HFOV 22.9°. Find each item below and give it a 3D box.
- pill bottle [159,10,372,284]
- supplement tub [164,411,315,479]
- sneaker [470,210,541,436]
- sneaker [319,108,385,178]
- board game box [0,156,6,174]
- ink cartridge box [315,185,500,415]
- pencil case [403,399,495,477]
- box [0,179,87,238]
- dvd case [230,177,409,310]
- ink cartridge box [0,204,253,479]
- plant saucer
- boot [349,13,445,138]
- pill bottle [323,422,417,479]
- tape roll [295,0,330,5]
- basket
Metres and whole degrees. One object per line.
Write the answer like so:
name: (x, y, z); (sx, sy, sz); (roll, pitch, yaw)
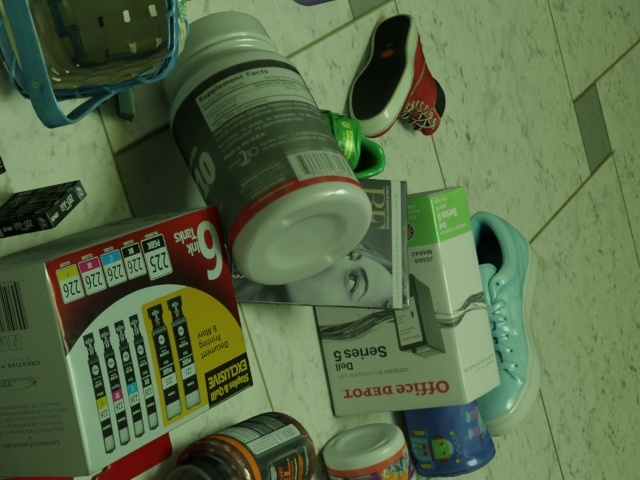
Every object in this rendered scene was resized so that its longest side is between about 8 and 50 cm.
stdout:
pill bottle: (-0.071, -0.106, 1.751); (0.161, 0.161, 0.283); (28, 29, -55)
supplement tub: (-0.093, 0.261, 1.767); (0.198, 0.106, 0.106); (-15, 96, -60)
sneaker: (0.244, 0.117, 2.394); (0.150, 0.135, 0.366); (42, 38, -38)
sneaker: (-0.015, -0.134, 1.986); (0.295, 0.123, 0.109); (15, 70, -58)
board game box: (-0.371, -0.069, 1.406); (0.194, 0.060, 0.194); (-42, 120, -56)
ink cartridge box: (0.103, 0.081, 2.063); (0.115, 0.198, 0.272); (-17, 97, -60)
pencil case: (0.163, 0.176, 2.226); (0.133, 0.119, 0.306); (-27, 106, -68)
box: (-0.278, -0.030, 1.536); (0.018, 0.083, 0.067); (67, 32, -23)
dvd case: (0.000, 0.000, 1.930); (0.018, 0.221, 0.164); (133, -42, -70)
ink cartridge box: (-0.204, 0.127, 1.580); (0.309, 0.130, 0.271); (-24, 104, -60)
plant saucer: (-0.223, -0.226, 1.720); (0.067, 0.018, 0.192); (165, -81, -80)
boot: (0.123, -0.190, 2.288); (0.176, 0.088, 0.244); (62, 31, -34)
pill bottle: (0.079, 0.343, 2.045); (0.108, 0.108, 0.193); (-42, 119, -56)
tape roll: (0.000, -0.415, 2.132); (0.189, 0.080, 0.189); (23, 63, -56)
basket: (-0.244, -0.256, 1.533); (0.289, 0.201, 0.254); (-45, 123, -67)
